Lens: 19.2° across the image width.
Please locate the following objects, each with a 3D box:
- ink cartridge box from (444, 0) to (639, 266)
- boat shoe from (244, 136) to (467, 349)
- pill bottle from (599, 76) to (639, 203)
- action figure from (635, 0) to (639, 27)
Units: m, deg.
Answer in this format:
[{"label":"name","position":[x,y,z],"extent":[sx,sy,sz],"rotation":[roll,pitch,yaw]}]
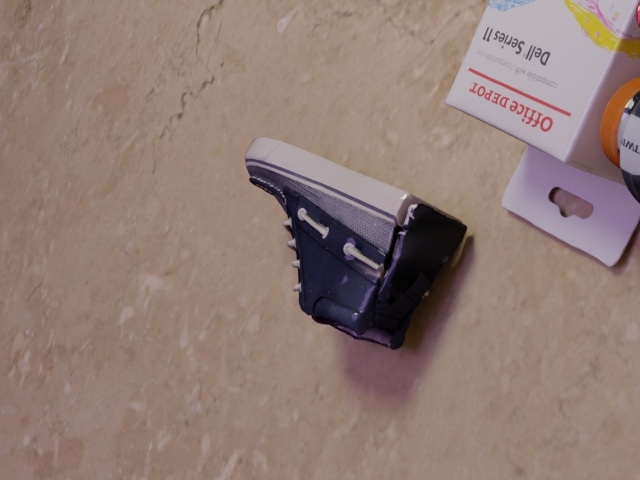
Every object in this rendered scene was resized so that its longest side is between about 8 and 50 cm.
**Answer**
[{"label":"ink cartridge box","position":[0.247,-0.177,1.731],"extent":[0.207,0.119,0.353],"rotation":[33,103,55]},{"label":"boat shoe","position":[0.000,0.000,1.993],"extent":[0.340,0.127,0.158],"rotation":[24,88,55]},{"label":"pill bottle","position":[0.333,-0.063,1.547],"extent":[0.245,0.130,0.130],"rotation":[34,104,55]},{"label":"action figure","position":[0.353,-0.165,1.420],"extent":[0.280,0.091,0.139],"rotation":[-20,52,57]}]
